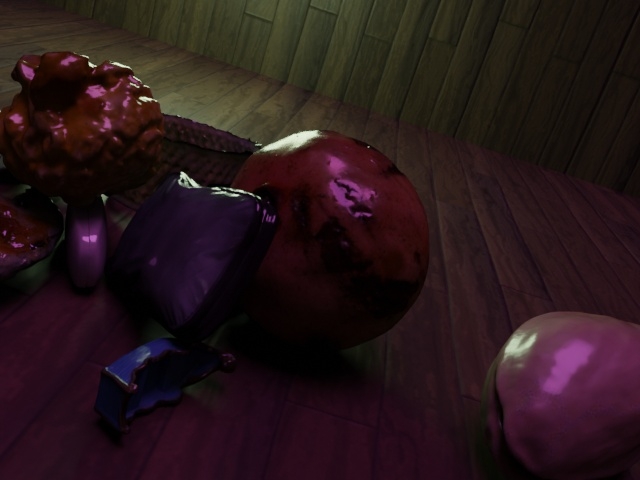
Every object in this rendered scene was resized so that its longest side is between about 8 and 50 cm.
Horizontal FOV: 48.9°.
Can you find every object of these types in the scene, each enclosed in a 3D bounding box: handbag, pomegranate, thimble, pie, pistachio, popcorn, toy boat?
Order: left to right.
[{"bbox_3d":[-0.493,-0.023,0.923,0.302,0.067,0.302,15,21,-6],"label":"pie"},{"bbox_3d":[-0.353,-0.174,1.004,0.206,0.237,0.251,-31,86,-42],"label":"popcorn"},{"bbox_3d":[-0.168,0.155,0.791,0.077,0.075,0.185,23,16,18],"label":"toy boat"},{"bbox_3d":[-0.183,0.007,0.914,0.075,0.191,0.332,36,-9,-35],"label":"handbag"},{"bbox_3d":[-0.252,-0.136,1.301,0.271,0.150,0.271,15,16,-4],"label":"thimble"},{"bbox_3d":[0.000,0.000,1.000,0.322,0.322,0.322,16,21,-6],"label":"pomegranate"},{"bbox_3d":[0.330,0.206,0.925,0.332,0.208,0.226,-11,78,-40],"label":"pistachio"}]

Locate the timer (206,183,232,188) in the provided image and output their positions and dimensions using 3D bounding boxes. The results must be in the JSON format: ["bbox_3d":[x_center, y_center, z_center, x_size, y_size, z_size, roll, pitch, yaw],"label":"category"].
[{"bbox_3d":[-0.116,-0.010,1.188,0.144,0.055,0.187,-1,56,-43],"label":"timer"}]

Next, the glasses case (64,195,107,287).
[{"bbox_3d":[-0.347,-0.013,1.040,0.059,0.092,0.233,2,26,-20],"label":"glasses case"}]

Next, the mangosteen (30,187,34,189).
[{"bbox_3d":[-0.461,-0.156,1.228,0.156,0.181,0.146,-41,53,-15],"label":"mangosteen"}]

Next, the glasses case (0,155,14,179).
[{"bbox_3d":[-0.585,-0.124,1.188,0.072,0.042,0.190,34,25,17],"label":"glasses case"}]
